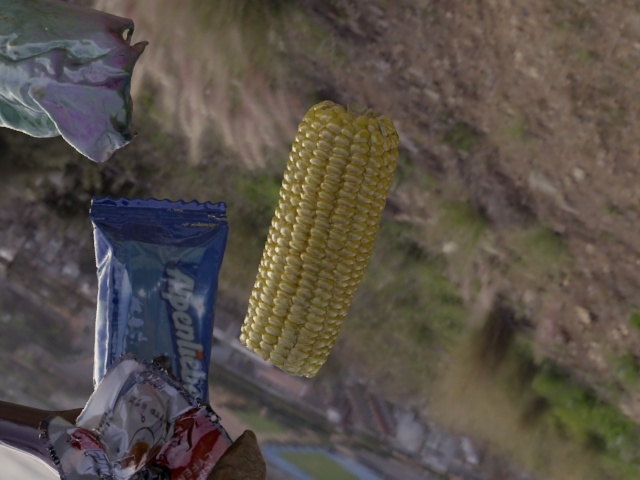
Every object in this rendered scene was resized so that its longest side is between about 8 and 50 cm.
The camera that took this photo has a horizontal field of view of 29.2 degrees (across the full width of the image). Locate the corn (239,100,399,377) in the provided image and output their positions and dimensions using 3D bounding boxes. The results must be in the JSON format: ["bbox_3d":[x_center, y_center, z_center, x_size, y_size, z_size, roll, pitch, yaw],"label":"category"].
[{"bbox_3d":[0.000,0.000,1.066,0.093,0.244,0.093,15,-167,-4],"label":"corn"}]

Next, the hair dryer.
[{"bbox_3d":[-0.333,0.202,1.723,0.313,0.123,0.340,19,122,2],"label":"hair dryer"}]

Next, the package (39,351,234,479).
[{"bbox_3d":[-0.199,0.232,1.330,0.071,0.194,0.269,49,170,37],"label":"package"}]

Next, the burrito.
[{"bbox_3d":[-0.259,-0.157,1.072,0.229,0.143,0.089,15,-178,21],"label":"burrito"}]

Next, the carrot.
[{"bbox_3d":[-0.098,0.310,1.304,0.102,0.263,0.101,7,138,6],"label":"carrot"}]

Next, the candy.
[{"bbox_3d":[-0.208,0.107,1.512,0.187,0.331,0.077,5,175,-26],"label":"candy"}]
